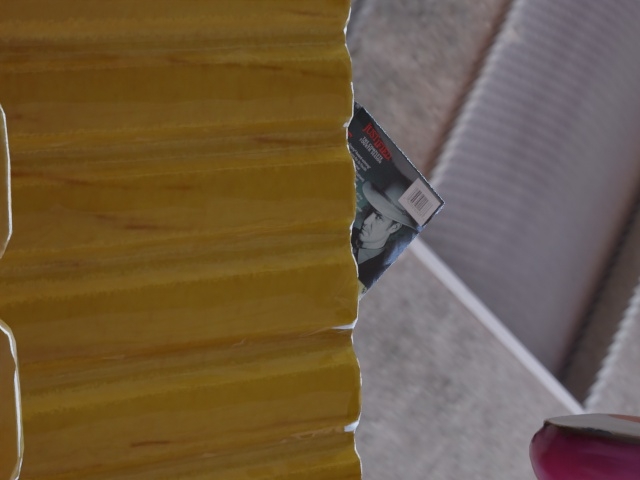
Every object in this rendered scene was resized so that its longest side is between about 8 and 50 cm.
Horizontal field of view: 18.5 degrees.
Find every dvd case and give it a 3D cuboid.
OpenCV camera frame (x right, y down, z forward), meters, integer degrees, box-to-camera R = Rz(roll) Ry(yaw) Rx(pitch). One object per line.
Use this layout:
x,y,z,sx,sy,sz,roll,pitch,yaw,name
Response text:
0.000,0.000,0.968,0.119,0.087,0.013,-48,-139,-4,dvd case

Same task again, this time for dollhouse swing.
-0.036,0.021,0.518,0.305,0.315,0.347,5,-81,53,dollhouse swing

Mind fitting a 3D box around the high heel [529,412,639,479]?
0.224,0.195,0.780,0.181,0.377,0.127,-68,-162,-3,high heel
